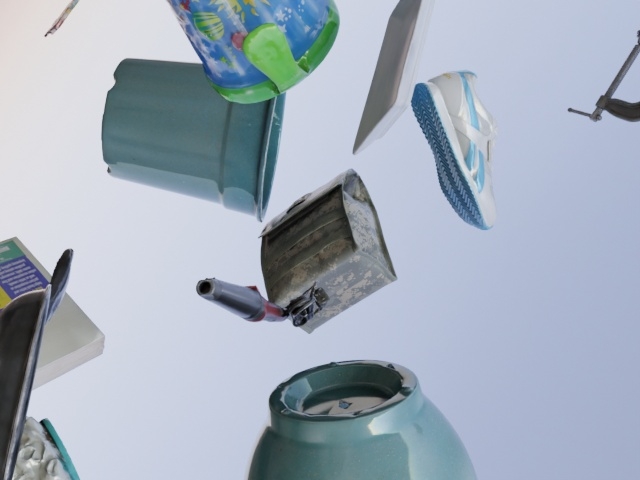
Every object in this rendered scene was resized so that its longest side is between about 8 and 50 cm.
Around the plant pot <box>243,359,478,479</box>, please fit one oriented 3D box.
[{"bbox_3d":[0.038,0.257,0.895,0.293,0.293,0.196,10,-68,58],"label":"plant pot"}]

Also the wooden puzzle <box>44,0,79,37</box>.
[{"bbox_3d":[-0.295,-0.260,0.899,0.083,0.006,0.049,3,-120,59],"label":"wooden puzzle"}]

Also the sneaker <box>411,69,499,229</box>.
[{"bbox_3d":[0.208,-0.124,1.085,0.092,0.229,0.087,-25,-166,-17],"label":"sneaker"}]

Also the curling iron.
[{"bbox_3d":[-0.058,0.055,0.772,0.068,0.274,0.035,-37,-109,10],"label":"curling iron"}]

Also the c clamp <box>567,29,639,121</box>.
[{"bbox_3d":[0.415,-0.222,1.035,0.161,0.022,0.137,-56,-147,12],"label":"c clamp"}]

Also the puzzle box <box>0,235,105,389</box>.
[{"bbox_3d":[-0.570,0.157,1.165,0.272,0.408,0.052,41,-46,24],"label":"puzzle box"}]

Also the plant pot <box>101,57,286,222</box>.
[{"bbox_3d":[-0.257,-0.229,1.624,0.341,0.333,0.341,-172,-90,-90],"label":"plant pot"}]

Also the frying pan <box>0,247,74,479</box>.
[{"bbox_3d":[-0.260,0.081,0.690,0.197,0.053,0.326,120,-26,-47],"label":"frying pan"}]

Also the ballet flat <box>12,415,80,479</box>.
[{"bbox_3d":[-0.221,0.342,0.698,0.147,0.147,0.409,-50,-117,12],"label":"ballet flat"}]

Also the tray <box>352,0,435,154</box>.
[{"bbox_3d":[0.109,-0.250,1.061,0.145,0.030,0.271,134,-25,-59],"label":"tray"}]

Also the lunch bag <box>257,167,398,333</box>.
[{"bbox_3d":[0.000,0.000,1.602,0.235,0.169,0.287,-33,-135,21],"label":"lunch bag"}]

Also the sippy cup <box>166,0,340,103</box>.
[{"bbox_3d":[-0.121,-0.360,1.143,0.305,0.224,0.240,18,-110,38],"label":"sippy cup"}]
